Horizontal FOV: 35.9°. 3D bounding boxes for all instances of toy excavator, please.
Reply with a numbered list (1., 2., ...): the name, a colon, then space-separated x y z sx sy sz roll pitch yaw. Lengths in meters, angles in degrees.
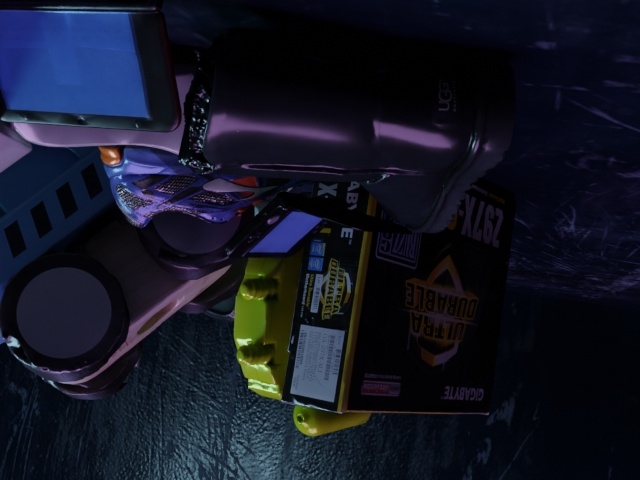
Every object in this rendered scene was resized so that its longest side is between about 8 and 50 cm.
1. toy excavator: -0.341 -0.036 0.948 0.445 0.433 0.222 49 166 8

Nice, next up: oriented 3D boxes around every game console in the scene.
1. game console: -0.165 -0.114 0.563 0.144 0.085 0.124 5 -179 21
2. game console: 0.000 0.000 0.816 0.071 0.107 0.122 53 -162 17

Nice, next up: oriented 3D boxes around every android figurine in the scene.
1. android figurine: 0.009 0.074 1.014 0.056 0.248 0.273 6 -178 37

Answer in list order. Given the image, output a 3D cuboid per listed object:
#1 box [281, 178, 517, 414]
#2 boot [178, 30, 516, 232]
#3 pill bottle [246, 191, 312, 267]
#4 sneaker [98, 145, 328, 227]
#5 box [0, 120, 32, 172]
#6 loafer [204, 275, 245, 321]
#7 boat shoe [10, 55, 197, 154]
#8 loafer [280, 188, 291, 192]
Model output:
1. box: 0.095 0.048 1.017 0.079 0.257 0.322 3 172 34
2. boot: 0.006 -0.073 0.703 0.207 0.094 0.246 5 168 -5
3. pill bottle: 0.026 0.019 1.188 0.265 0.153 0.153 1 179 -31
4. sneaker: -0.072 -0.058 0.828 0.221 0.087 0.083 -2 -152 -11
5. box: -0.316 -0.069 0.640 0.119 0.181 0.182 53 179 6
6. loafer: -0.159 0.031 1.130 0.223 0.076 0.078 30 -170 40
7. boat shoe: -0.122 -0.107 0.731 0.219 0.077 0.070 4 -150 -26
8. loafer: -0.056 -0.078 1.121 0.045 0.039 0.125 45 158 -17
